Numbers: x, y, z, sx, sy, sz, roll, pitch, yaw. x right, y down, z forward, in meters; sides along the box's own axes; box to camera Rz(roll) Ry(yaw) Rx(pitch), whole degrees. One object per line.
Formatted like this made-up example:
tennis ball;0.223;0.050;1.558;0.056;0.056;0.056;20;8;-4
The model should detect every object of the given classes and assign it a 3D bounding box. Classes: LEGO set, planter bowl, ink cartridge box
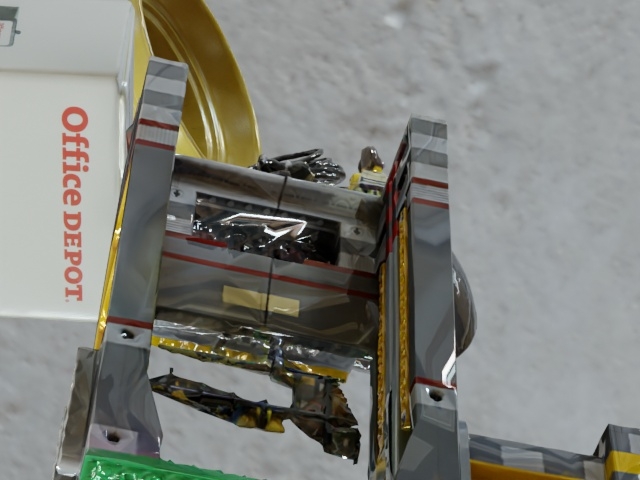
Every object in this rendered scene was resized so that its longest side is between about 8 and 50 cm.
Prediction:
LEGO set;0.037;0.080;0.583;0.331;0.192;0.255;5;132;-3
planter bowl;-0.138;-0.125;1.557;0.090;0.217;0.217;-22;130;16
ink cartridge box;-0.198;-0.045;0.919;0.208;0.087;0.153;4;125;-2

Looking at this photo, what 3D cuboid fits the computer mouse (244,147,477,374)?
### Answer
computer mouse;0.000;0.000;1.250;0.188;0.272;0.072;-20;127;-30
